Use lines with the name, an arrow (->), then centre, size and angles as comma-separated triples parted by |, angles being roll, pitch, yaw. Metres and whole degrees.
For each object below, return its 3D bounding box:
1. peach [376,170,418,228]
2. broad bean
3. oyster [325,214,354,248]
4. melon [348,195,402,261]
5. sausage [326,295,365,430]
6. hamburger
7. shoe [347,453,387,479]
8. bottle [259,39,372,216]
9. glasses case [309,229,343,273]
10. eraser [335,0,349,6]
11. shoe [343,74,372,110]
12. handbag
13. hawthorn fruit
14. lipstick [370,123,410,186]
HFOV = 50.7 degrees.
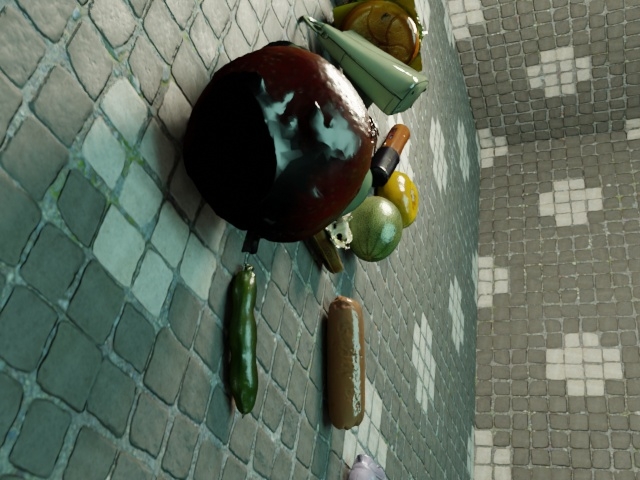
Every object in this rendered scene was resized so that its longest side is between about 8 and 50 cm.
peach -> 0.230, -0.117, 1.994 | 0.179, 0.103, 0.179 | -10, 90, -69
broad bean -> -0.124, 0.157, 1.093 | 0.065, 0.047, 0.254 | 58, 31, -73
oyster -> 0.035, -0.019, 1.477 | 0.200, 0.061, 0.106 | 33, 44, -73
melon -> 0.135, -0.033, 1.679 | 0.139, 0.139, 0.192 | 62, 33, -45
sausage -> 0.056, 0.265, 1.477 | 0.086, 0.086, 0.288 | 26, 60, -66
hamburger -> 0.147, -0.509, 1.697 | 0.138, 0.243, 0.261 | -77, 162, -59
shoe -> 0.128, 0.597, 1.575 | 0.245, 0.095, 0.137 | 51, 41, -45
bottle -> -0.028, -0.206, 1.269 | 0.347, 0.169, 0.168 | 61, 31, -41
glasses case -> 0.000, 0.000, 1.447 | 0.170, 0.041, 0.064 | 62, 5, -46
eraser -> 0.100, -0.598, 1.791 | 0.046, 0.092, 0.212 | -74, 152, -45
shoe -> 0.028, -0.324, 1.525 | 0.160, 0.132, 0.363 | 45, 20, -14
handbag -> 0.094, -0.420, 1.514 | 0.315, 0.109, 0.241 | 46, 22, 4
hawthorn fruit -> -0.061, -0.146, 1.007 | 0.316, 0.316, 0.315 | -5, 90, -69
lipstick -> 0.206, -0.262, 2.004 | 0.418, 0.077, 0.077 | -60, 139, -59
